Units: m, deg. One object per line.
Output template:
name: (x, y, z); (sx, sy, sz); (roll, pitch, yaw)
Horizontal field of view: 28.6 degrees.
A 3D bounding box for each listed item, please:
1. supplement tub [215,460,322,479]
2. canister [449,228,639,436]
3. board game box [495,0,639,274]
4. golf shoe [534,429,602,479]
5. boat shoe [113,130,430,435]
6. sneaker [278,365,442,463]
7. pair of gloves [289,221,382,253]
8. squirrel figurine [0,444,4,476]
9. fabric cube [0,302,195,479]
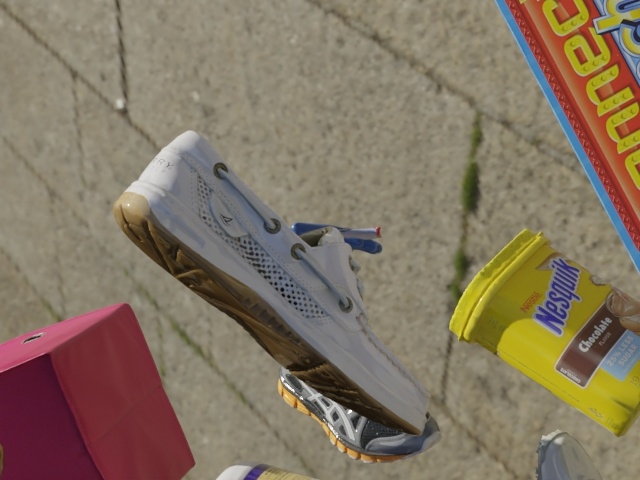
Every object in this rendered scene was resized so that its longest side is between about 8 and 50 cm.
supplement tub: (0.025, 0.400, 1.403); (0.331, 0.241, 0.241); (14, 129, 15)
canister: (0.214, 0.077, 1.072); (0.170, 0.126, 0.073); (34, 134, 18)
board game box: (0.281, -0.161, 0.782); (0.302, 0.086, 0.308); (-30, 84, 29)
golf shoe: (0.274, 0.266, 1.231); (0.086, 0.069, 0.176); (-23, 91, 62)
boat shoe: (-0.011, 0.031, 0.875); (0.277, 0.096, 0.098); (43, 160, -21)
sneaker: (0.031, 0.147, 1.230); (0.215, 0.084, 0.083); (24, 127, 42)
pair of gloves: (0.000, 0.000, 1.586); (0.198, 0.159, 0.023); (84, -173, -83)
squirrel figurine: (-0.435, 0.242, 0.965); (0.281, 0.397, 0.370); (57, 160, 3)
fabric cube: (-0.354, 0.259, 1.625); (0.258, 0.254, 0.259); (-40, -71, -73)
